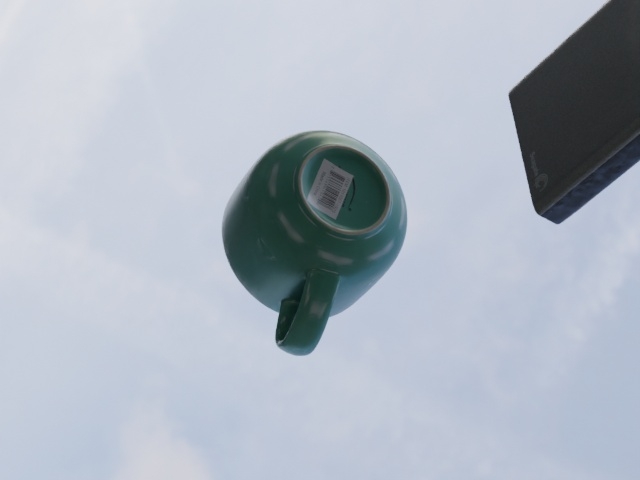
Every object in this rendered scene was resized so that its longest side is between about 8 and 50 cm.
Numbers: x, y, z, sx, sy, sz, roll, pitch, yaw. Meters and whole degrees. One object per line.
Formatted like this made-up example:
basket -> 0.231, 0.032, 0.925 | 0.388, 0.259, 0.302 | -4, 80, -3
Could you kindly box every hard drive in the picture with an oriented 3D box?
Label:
hard drive -> 0.152, -0.081, 0.689 | 0.135, 0.022, 0.094 | -43, -145, 35

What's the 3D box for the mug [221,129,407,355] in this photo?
mug -> 0.006, -0.006, 1.038 | 0.158, 0.129, 0.097 | 65, -31, 15
